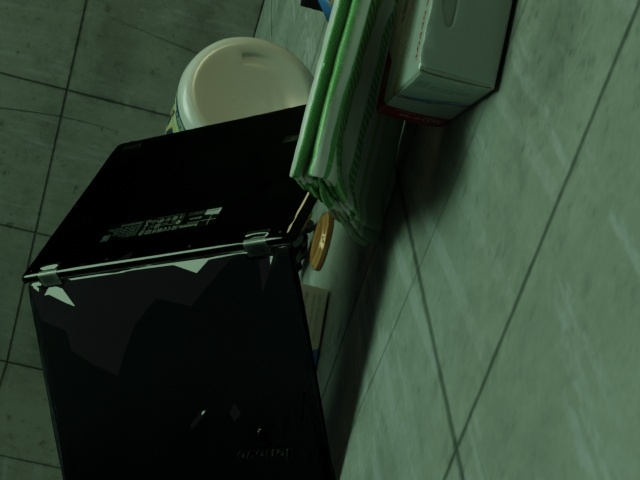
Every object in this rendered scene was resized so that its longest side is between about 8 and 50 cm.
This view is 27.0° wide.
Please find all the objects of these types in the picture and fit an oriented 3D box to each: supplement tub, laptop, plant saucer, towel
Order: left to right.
[{"bbox_3d":[-0.126,0.067,1.558,0.236,0.382,0.408,60,-142,-31],"label":"laptop"},{"bbox_3d":[-0.146,-0.173,2.269,0.325,0.235,0.235,123,159,-63],"label":"supplement tub"},{"bbox_3d":[0.000,0.000,1.828,0.083,0.013,0.083,-166,90,-81],"label":"plant saucer"},{"bbox_3d":[0.047,-0.137,1.335,0.325,0.038,0.248,40,-118,-74],"label":"towel"}]

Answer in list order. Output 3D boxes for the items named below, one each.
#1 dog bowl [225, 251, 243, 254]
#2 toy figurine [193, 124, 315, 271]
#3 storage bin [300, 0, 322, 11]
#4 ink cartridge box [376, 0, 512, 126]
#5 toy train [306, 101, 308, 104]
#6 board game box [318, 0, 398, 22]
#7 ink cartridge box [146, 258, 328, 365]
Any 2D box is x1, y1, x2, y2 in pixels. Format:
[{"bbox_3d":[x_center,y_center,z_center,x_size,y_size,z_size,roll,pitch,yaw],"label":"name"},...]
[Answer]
[{"bbox_3d":[-0.169,0.144,2.216,0.408,0.150,0.408,-167,90,-81],"label":"dog bowl"},{"bbox_3d":[-0.110,-0.059,1.960,0.213,0.210,0.148,-85,1,-46],"label":"toy figurine"},{"bbox_3d":[0.034,-0.447,2.069,0.122,0.084,0.180,170,113,-80],"label":"storage bin"},{"bbox_3d":[0.114,-0.185,1.221,0.175,0.072,0.127,151,132,-79],"label":"ink cartridge box"},{"bbox_3d":[-0.005,-0.178,1.884,0.143,0.105,0.248,-60,15,25],"label":"toy train"},{"bbox_3d":[0.054,-0.298,1.509,0.194,0.060,0.194,-41,62,60],"label":"board game box"},{"bbox_3d":[-0.131,0.137,1.724,0.168,0.233,0.171,125,157,-67],"label":"ink cartridge box"}]
